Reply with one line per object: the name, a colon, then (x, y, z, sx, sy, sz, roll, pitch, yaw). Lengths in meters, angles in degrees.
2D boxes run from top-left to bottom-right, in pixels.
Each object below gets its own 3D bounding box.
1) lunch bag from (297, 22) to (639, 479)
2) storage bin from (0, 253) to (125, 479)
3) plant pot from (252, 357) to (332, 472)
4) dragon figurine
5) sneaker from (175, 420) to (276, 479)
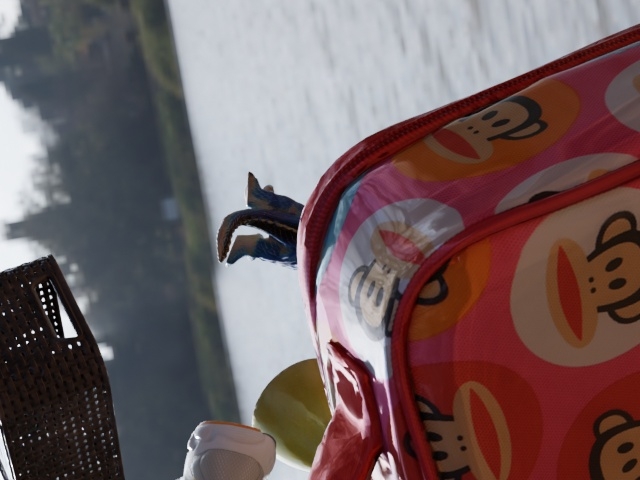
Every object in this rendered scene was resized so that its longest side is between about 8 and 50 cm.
lunch bag: (0.112, 0.080, 0.587, 0.120, 0.258, 0.293, 42, 151, 58)
storage bin: (-0.211, 0.114, 1.179, 0.122, 0.084, 0.180, 57, 160, 36)
plant pot: (0.002, 0.216, 1.823, 0.095, 0.134, 0.134, 41, 146, 49)
dragon figurine: (0.000, 0.000, 1.378, 0.289, 0.144, 0.085, 27, -103, -80)
sneaker: (-0.113, 0.280, 1.489, 0.262, 0.099, 0.121, 105, 179, -50)
